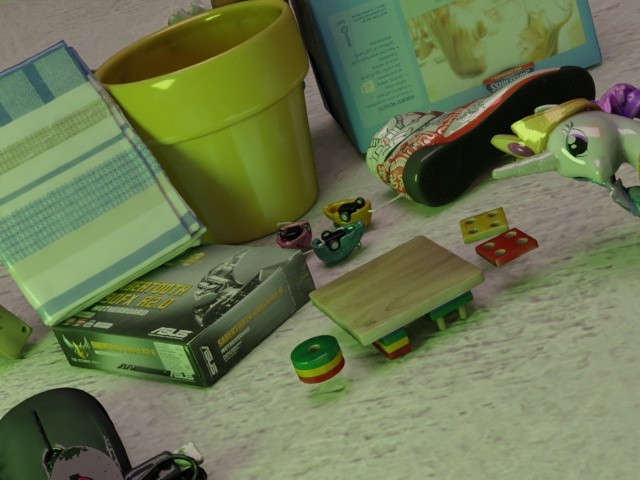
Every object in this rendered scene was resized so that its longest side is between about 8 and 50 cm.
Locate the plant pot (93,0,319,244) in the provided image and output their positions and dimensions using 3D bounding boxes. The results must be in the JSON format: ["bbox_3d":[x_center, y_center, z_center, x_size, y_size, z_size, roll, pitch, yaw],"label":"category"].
[{"bbox_3d":[-0.115,-0.136,1.621,0.254,0.239,0.254,-18,24,8],"label":"plant pot"}]

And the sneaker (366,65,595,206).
[{"bbox_3d":[0.181,-0.138,1.562,0.270,0.090,0.145,-32,28,-18],"label":"sneaker"}]

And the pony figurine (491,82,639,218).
[{"bbox_3d":[0.373,-0.109,1.168,0.351,0.303,0.363,-40,44,-20],"label":"pony figurine"}]

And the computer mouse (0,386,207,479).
[{"bbox_3d":[-0.230,0.194,1.209,0.188,0.072,0.272,-29,24,-16],"label":"computer mouse"}]

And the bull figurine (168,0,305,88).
[{"bbox_3d":[-0.108,-0.307,1.750,0.188,0.310,0.101,18,52,15],"label":"bull figurine"}]

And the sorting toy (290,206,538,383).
[{"bbox_3d":[0.084,0.055,1.278,0.274,0.046,0.132,-28,24,-14],"label":"sorting toy"}]

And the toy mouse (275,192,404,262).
[{"bbox_3d":[0.000,0.000,1.488,0.161,0.031,0.143,-4,28,35],"label":"toy mouse"}]

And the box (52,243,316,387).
[{"bbox_3d":[-0.147,0.073,1.422,0.231,0.056,0.183,3,34,44],"label":"box"}]

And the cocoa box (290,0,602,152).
[{"bbox_3d":[0.154,-0.301,1.758,0.347,0.231,0.228,-21,24,-3],"label":"cocoa box"}]

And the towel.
[{"bbox_3d":[-0.286,-0.066,1.469,0.209,0.285,0.034,-32,-9,-21],"label":"towel"}]

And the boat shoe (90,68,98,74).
[{"bbox_3d":[-0.314,-0.228,2.180,0.104,0.089,0.285,-35,27,-30],"label":"boat shoe"}]

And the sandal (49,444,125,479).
[{"bbox_3d":[-0.191,0.230,1.064,0.067,0.040,0.179,-14,43,4],"label":"sandal"}]

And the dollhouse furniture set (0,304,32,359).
[{"bbox_3d":[-0.376,0.005,1.582,0.161,0.212,0.242,5,59,47],"label":"dollhouse furniture set"}]
